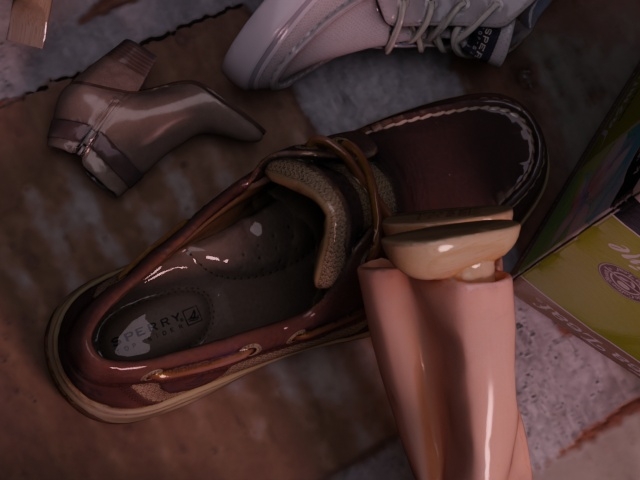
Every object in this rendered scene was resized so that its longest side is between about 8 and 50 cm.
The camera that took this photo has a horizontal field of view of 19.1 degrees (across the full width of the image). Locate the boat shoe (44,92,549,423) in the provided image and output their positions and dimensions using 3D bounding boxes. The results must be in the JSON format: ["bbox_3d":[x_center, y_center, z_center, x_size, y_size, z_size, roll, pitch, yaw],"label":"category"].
[{"bbox_3d":[0.000,0.000,1.120,0.342,0.123,0.123,-24,82,-17],"label":"boat shoe"}]

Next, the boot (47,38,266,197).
[{"bbox_3d":[-0.104,-0.064,1.161,0.118,0.042,0.087,31,78,-2],"label":"boot"}]

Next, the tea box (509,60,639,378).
[{"bbox_3d":[0.330,0.001,1.087,0.329,0.323,0.220,34,72,-3],"label":"tea box"}]

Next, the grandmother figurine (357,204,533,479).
[{"bbox_3d":[0.088,0.156,1.069,0.104,0.208,0.342,-5,98,12],"label":"grandmother figurine"}]

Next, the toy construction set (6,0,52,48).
[{"bbox_3d":[-0.300,-0.151,1.066,0.309,0.257,0.237,7,103,-18],"label":"toy construction set"}]

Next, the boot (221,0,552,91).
[{"bbox_3d":[0.067,-0.151,1.187,0.123,0.095,0.258,45,70,8],"label":"boot"}]
